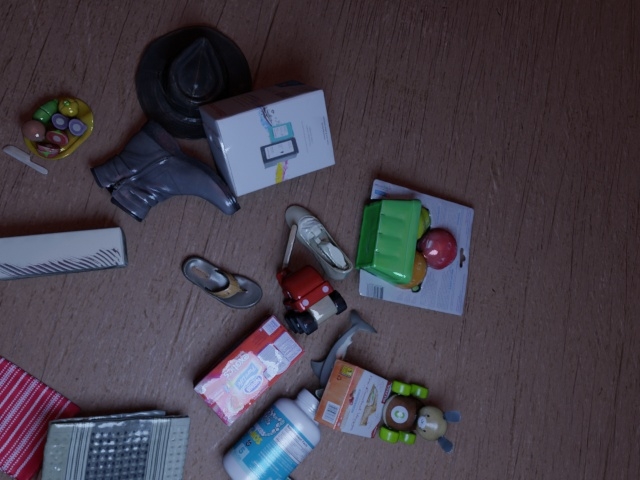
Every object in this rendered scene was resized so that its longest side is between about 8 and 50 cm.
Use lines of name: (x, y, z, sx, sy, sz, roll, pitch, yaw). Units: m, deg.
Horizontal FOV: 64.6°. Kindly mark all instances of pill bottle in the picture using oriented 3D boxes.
pill bottle: (-0.101, 0.493, 1.245, 0.264, 0.146, 0.146, -43, 94, -17)

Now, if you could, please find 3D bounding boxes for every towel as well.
towel: (-0.721, 0.397, 1.152, 0.275, 0.031, 0.198, 36, 74, -7)
towel: (-0.462, 0.547, 1.144, 0.313, 0.056, 0.323, 9, 89, -29)

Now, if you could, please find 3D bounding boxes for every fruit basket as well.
fruit basket: (0.274, 0.025, 1.433, 0.354, 0.166, 0.326, 14, 79, -29)

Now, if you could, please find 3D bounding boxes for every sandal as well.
sandal: (-0.253, 0.107, 1.304, 0.220, 0.060, 0.089, 33, 75, -8)

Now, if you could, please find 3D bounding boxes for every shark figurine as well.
shark figurine: (0.031, 0.314, 1.336, 0.166, 0.116, 0.277, 21, 84, -46)

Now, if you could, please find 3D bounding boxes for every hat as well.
hat: (-0.326, -0.436, 1.326, 0.332, 0.134, 0.330, 2, 82, -14)

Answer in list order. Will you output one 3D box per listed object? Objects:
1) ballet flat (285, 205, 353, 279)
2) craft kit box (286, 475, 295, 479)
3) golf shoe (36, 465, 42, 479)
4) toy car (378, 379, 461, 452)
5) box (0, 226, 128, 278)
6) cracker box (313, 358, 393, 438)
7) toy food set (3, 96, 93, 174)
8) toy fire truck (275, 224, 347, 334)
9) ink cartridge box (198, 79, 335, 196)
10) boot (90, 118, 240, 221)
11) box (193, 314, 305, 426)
ballet flat: (0.000, 0.000, 1.377, 0.086, 0.086, 0.248, -40, 93, -17)
craft kit box: (-0.082, 0.754, 1.262, 0.247, 0.061, 0.249, 41, 74, -9)
golf shoe: (-0.575, 0.498, 1.149, 0.069, 0.086, 0.176, 45, 75, -6)
toy car: (0.269, 0.468, 1.311, 0.149, 0.189, 0.154, 23, 80, -39)
box: (-0.606, 0.031, 1.195, 0.276, 0.113, 0.094, -7, 85, -15)
cracker box: (0.091, 0.404, 1.281, 0.232, 0.067, 0.155, 39, 69, -52)
toy food set: (-0.661, -0.272, 1.243, 0.128, 0.071, 0.217, 39, 75, -7)
toy fire truck: (-0.050, 0.091, 1.280, 0.159, 0.217, 0.246, -33, 91, -16)
ink cartridge box: (-0.138, -0.267, 1.284, 0.270, 0.198, 0.197, -21, 121, -16)
boot: (-0.389, -0.124, 1.286, 0.338, 0.118, 0.222, 39, 77, 4)
box: (-0.179, 0.315, 1.261, 0.257, 0.123, 0.128, -42, 94, -16)
